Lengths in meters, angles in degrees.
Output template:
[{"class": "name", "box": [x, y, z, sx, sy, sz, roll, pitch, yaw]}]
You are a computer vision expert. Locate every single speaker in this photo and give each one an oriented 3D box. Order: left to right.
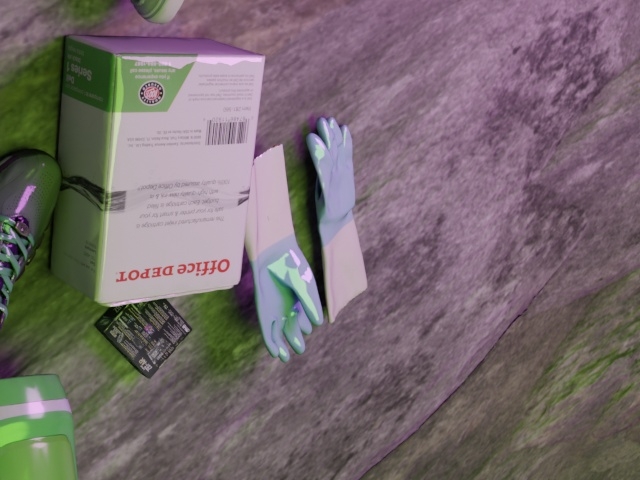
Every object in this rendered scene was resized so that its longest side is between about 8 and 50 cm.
[{"class": "speaker", "box": [-0.258, 0.266, 1.036, 0.131, 0.131, 0.296, -2, 81, -43]}]

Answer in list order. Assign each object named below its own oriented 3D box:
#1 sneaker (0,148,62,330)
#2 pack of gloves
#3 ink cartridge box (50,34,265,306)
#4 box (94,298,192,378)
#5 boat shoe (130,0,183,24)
[{"class": "sneaker", "box": [-0.269, 0.031, 1.022, 0.083, 0.098, 0.223, 39, 79, -44]}, {"class": "pack of gloves", "box": [0.000, 0.000, 1.265, 0.195, 0.046, 0.232, -40, 131, -44]}, {"class": "ink cartridge box", "box": [-0.147, -0.065, 1.100, 0.160, 0.093, 0.219, -6, 111, -41]}, {"class": "box", "box": [-0.169, 0.084, 1.194, 0.067, 0.018, 0.083, -50, 133, -16]}, {"class": "boat shoe", "box": [-0.147, -0.297, 1.025, 0.081, 0.079, 0.227, 0, 101, -36]}]
